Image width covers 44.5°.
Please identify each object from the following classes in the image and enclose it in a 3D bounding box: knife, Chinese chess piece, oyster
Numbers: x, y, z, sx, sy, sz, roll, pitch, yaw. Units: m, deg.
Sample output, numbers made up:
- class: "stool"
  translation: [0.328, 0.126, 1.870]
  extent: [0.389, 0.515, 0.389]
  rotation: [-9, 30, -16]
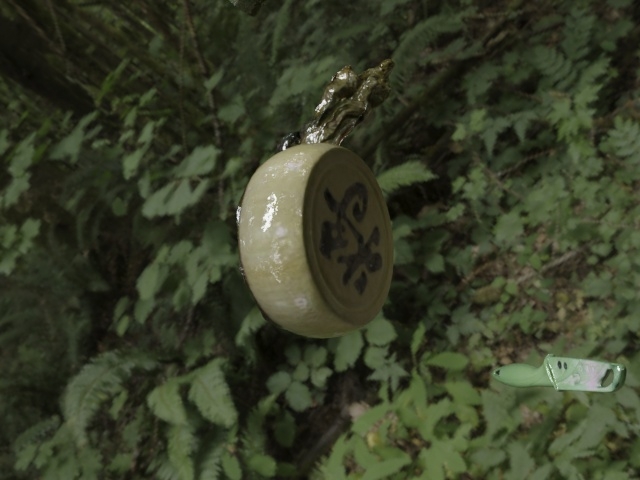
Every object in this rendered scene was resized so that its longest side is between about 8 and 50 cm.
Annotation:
- class: "knife"
  translation: [0.188, 0.108, 0.643]
  extent: [0.207, 0.014, 0.030]
  rotation: [149, 121, -75]
- class: "Chinese chess piece"
  translation: [0.000, 0.000, 1.032]
  extent: [0.104, 0.257, 0.257]
  rotation: [-8, 40, 31]
- class: "oyster"
  translation: [0.005, -0.194, 1.407]
  extent: [0.361, 0.096, 0.221]
  rotation: [-47, 14, 8]

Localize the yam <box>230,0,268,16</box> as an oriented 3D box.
- class: "yam"
  translation: [-0.083, -0.440, 1.247]
  extent: [0.169, 0.068, 0.068]
  rotation: [-46, 16, 32]
